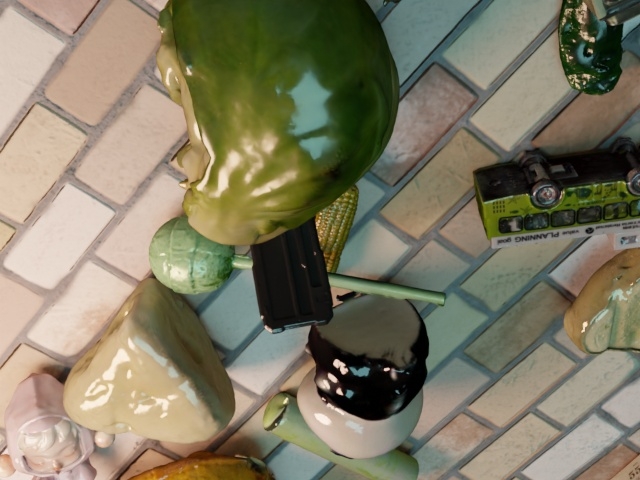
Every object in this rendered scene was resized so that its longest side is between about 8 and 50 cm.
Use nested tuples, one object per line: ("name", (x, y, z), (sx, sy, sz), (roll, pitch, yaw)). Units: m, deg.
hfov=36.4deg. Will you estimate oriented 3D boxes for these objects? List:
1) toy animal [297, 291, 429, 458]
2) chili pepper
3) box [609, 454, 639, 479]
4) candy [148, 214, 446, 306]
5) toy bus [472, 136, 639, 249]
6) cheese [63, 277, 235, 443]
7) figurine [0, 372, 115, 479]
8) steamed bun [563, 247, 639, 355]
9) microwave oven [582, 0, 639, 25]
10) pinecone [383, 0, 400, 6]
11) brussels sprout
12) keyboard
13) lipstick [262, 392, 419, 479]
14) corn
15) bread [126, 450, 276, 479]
("toy animal", (0.067, 0.210, 1.539), (0.213, 0.212, 0.266), (3, 134, -7))
("chili pepper", (0.370, -0.302, 1.307), (0.098, 0.061, 0.224), (-3, 126, 5))
("box", (0.696, 0.485, 1.850), (0.259, 0.071, 0.168), (29, 117, -22))
("candy", (-0.038, 0.045, 1.405), (0.440, 0.119, 0.119), (9, 124, 10))
("toy bus", (0.384, -0.060, 1.442), (0.302, 0.113, 0.139), (-7, 124, 3))
("cheese", (-0.259, 0.222, 1.527), (0.248, 0.173, 0.251), (42, 110, -18))
("figurine", (-0.441, 0.345, 1.622), (0.200, 0.133, 0.276), (-14, 129, -10))
("steamed bun", (0.484, 0.088, 1.543), (0.212, 0.110, 0.231), (-20, 127, -5))
("microwave oven", (0.411, -0.456, 1.053), (0.394, 0.333, 0.247), (-24, 127, 10))
("pinecone", (0.114, -0.379, 1.163), (0.150, 0.179, 0.195), (3, 107, 4))
("brussels sprout", (-0.055, -0.170, 1.226), (0.315, 0.276, 0.371), (5, 123, -4))
("keyboard", (-0.050, -0.001, 1.372), (0.106, 0.262, 0.016), (-10, 162, -4))
("lipstick", (0.037, 0.356, 1.703), (0.304, 0.076, 0.076), (29, 116, -22))
("corn", (0.000, 0.000, 1.463), (0.080, 0.080, 0.238), (11, 119, -12))
("bread", (-0.225, 0.530, 1.690), (0.358, 0.204, 0.337), (-26, 142, -6))
